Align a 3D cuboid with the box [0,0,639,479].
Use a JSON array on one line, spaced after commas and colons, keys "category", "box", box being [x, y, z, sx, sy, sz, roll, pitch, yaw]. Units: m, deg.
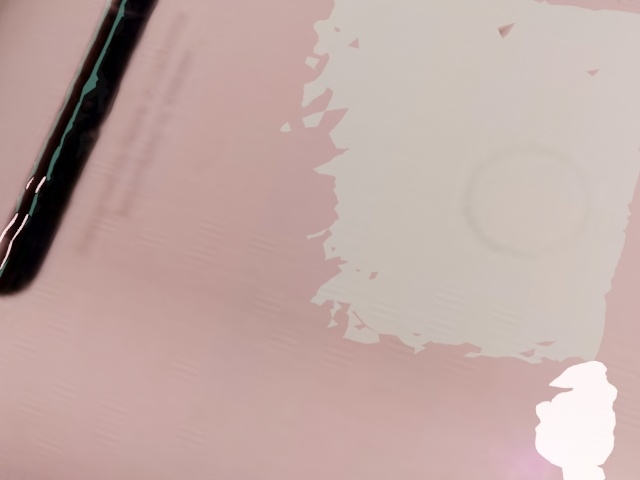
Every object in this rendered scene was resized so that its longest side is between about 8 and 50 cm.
[{"category": "box", "box": [0.000, -0.001, 0.441, 0.349, 0.141, 0.289, 12, 69, 17]}]
